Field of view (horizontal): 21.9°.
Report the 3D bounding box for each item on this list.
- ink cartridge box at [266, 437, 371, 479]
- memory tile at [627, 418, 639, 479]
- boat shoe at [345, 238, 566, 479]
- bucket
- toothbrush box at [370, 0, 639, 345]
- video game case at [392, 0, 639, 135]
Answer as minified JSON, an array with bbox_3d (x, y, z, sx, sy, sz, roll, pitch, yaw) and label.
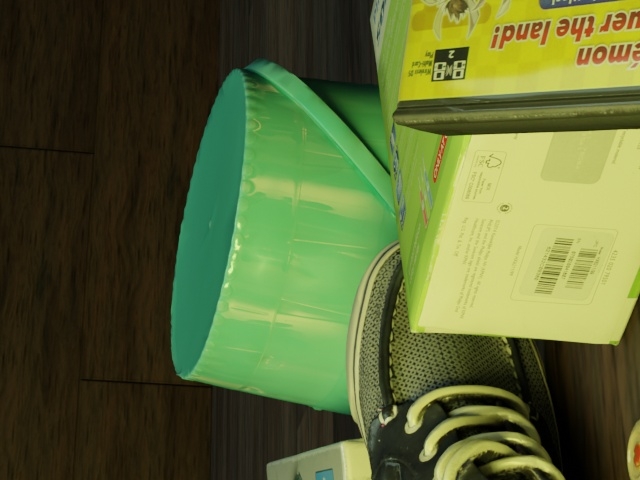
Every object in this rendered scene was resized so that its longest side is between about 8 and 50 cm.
[{"bbox_3d":[0.027,0.283,1.219,0.296,0.066,0.261,137,128,-74],"label":"ink cartridge box"},{"bbox_3d":[0.165,0.157,0.782,0.113,0.012,0.148,146,127,-79],"label":"memory tile"},{"bbox_3d":[0.094,0.128,0.911,0.158,0.127,0.340,106,156,-63],"label":"boat shoe"},{"bbox_3d":[0.000,0.000,1.261,0.281,0.183,0.281,-170,90,-76],"label":"bucket"},{"bbox_3d":[0.110,-0.115,0.904,0.283,0.122,0.206,-96,13,-46],"label":"toothbrush box"},{"bbox_3d":[0.138,-0.165,0.611,0.275,0.035,0.248,3,84,54],"label":"video game case"}]
